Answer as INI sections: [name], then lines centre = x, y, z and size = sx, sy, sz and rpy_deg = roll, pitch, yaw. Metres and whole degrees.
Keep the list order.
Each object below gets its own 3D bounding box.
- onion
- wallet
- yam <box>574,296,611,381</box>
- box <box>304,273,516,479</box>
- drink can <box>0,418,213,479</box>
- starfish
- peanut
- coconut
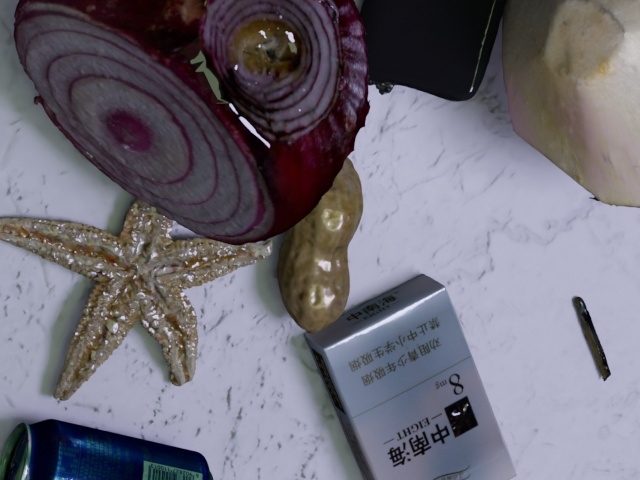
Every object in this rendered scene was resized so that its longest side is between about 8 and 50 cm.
[onion]
centre = -0.094, -0.181, 1.574
size = 0.337, 0.282, 0.260
rpy_deg = 43, 65, -14
[wallet]
centre = 0.120, -0.261, 1.719
size = 0.149, 0.044, 0.250
rpy_deg = 16, 96, 18
[yam]
centre = 0.306, 0.110, 1.922
size = 0.014, 0.014, 0.107
rpy_deg = -27, 109, -13
[box]
centre = 0.098, 0.178, 1.834
size = 0.155, 0.067, 0.243
rpy_deg = -25, 109, -12
[drink can]
centre = -0.215, 0.248, 1.708
size = 0.205, 0.118, 0.118
rpy_deg = 17, 96, -22
[starfish]
centre = -0.199, 0.054, 1.707
size = 0.295, 0.048, 0.231
rpy_deg = 6, 100, -20
[peanut]
centre = 0.001, 0.000, 1.746
size = 0.089, 0.089, 0.193
rpy_deg = 1, 102, -20
[coconut]
centre = 0.341, -0.189, 1.679
size = 0.352, 0.352, 0.352
rpy_deg = -5, 104, -19
